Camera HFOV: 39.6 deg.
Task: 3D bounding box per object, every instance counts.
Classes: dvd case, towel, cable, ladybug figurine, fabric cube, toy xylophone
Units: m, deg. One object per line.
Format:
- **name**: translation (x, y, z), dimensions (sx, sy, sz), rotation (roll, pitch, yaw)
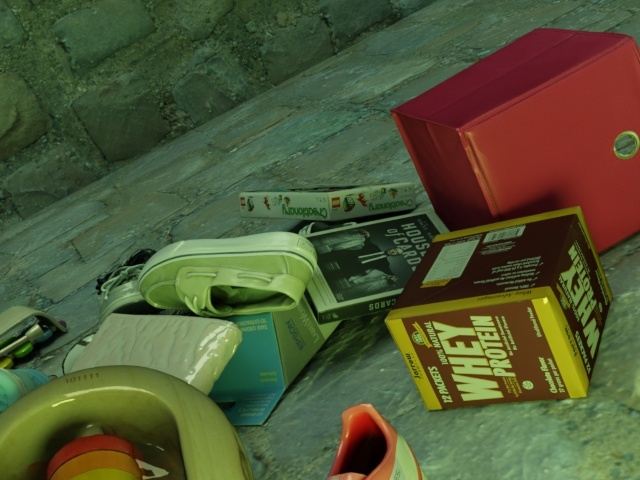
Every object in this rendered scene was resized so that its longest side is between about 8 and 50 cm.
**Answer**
- **dvd case**: translation (0.085, 0.033, 1.259), dimensions (0.239, 0.029, 0.179), rotation (-12, 36, -13)
- **towel**: translation (-0.284, 0.244, 1.206), dimensions (0.317, 0.053, 0.331), rotation (-3, 49, 48)
- **cable**: translation (-0.424, 0.073, 1.934), dimensions (0.151, 0.047, 0.184), rotation (-26, 20, 1)
- **ladybug figurine**: translation (-0.212, 0.295, 0.877), dimensions (0.305, 0.161, 0.449), rotation (-9, 27, -9)
- **fabric cube**: translation (0.294, -0.121, 1.232), dimensions (0.258, 0.254, 0.259), rotation (-28, 20, -7)
- **toy xylophone**: translation (-0.657, 0.235, 1.763), dimensions (0.323, 0.081, 0.236), rotation (-34, 23, -22)

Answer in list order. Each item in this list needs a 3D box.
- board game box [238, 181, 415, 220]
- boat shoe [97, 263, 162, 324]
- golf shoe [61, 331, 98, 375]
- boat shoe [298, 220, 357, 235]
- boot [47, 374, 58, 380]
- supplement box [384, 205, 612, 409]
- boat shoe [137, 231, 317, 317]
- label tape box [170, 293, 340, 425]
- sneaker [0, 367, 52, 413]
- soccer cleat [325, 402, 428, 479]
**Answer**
- **board game box**: translation (0.006, -0.075, 1.664), dimensions (0.193, 0.053, 0.305), rotation (-10, 8, -34)
- **boat shoe**: translation (-0.342, 0.090, 1.584), dimensions (0.118, 0.103, 0.320), rotation (-16, -1, -10)
- **golf shoe**: translation (-0.353, 0.193, 1.504), dimensions (0.198, 0.077, 0.094), rotation (-26, 20, 5)
- **boat shoe**: translation (0.000, 0.000, 1.552), dimensions (0.226, 0.075, 0.083), rotation (-7, 27, 43)
- **boot**: translation (-0.401, 0.252, 1.248), dimensions (0.118, 0.042, 0.087), rotation (-48, 37, -8)
- **supplement box**: translation (0.210, 0.078, 1.020), dimensions (0.191, 0.129, 0.194), rotation (-12, 24, 33)
- **boat shoe**: translation (-0.145, 0.058, 1.234), dimensions (0.302, 0.109, 0.094), rotation (-13, 42, 33)
- **label tape box**: translation (-0.108, 0.127, 1.323), dimensions (0.241, 0.105, 0.333), rotation (-11, 24, 38)
- **sneaker**: translation (-0.397, 0.307, 1.108), dimensions (0.127, 0.318, 0.208), rotation (15, -1, 6)
- **soccer cleat**: translation (0.030, 0.273, 0.769), dimensions (0.109, 0.116, 0.318), rotation (-19, 21, 20)
